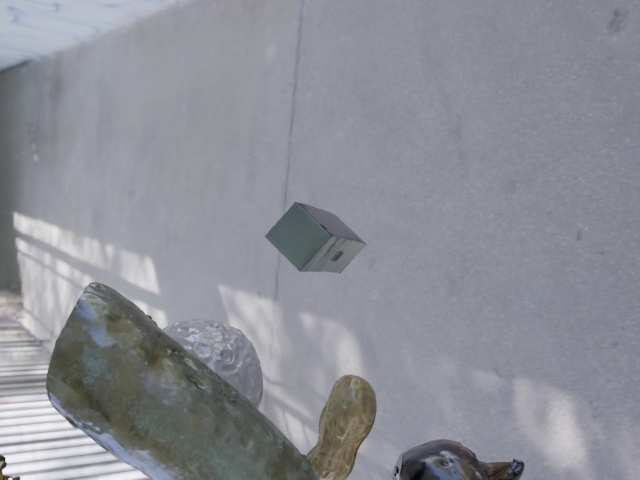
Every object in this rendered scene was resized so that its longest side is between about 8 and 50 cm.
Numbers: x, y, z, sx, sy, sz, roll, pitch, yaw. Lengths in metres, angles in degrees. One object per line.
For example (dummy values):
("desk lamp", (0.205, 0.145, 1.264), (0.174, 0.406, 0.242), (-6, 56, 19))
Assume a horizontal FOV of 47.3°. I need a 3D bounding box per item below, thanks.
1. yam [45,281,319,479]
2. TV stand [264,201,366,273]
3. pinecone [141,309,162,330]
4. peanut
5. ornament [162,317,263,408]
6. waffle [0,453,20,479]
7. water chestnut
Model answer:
("yam", (-0.133, 0.189, 0.731), (0.330, 0.133, 0.133), (38, 129, 1))
("TV stand", (0.000, 0.000, 1.260), (0.088, 0.269, 0.083), (45, 99, 12))
("pinecone", (-0.366, 0.206, 1.359), (0.174, 0.174, 0.173), (-6, 82, 56))
("peanut", (0.029, 0.334, 1.230), (0.104, 0.086, 0.227), (-127, 56, -72))
("ornament", (-0.313, 0.359, 1.795), (0.337, 0.337, 0.336), (-6, 82, 56))
("waffle", (-0.551, 0.472, 1.186), (0.280, 0.060, 0.262), (65, -157, -73))
("water chestnut", (0.248, 0.504, 1.370), (0.289, 0.245, 0.288), (-170, 90, -88))
